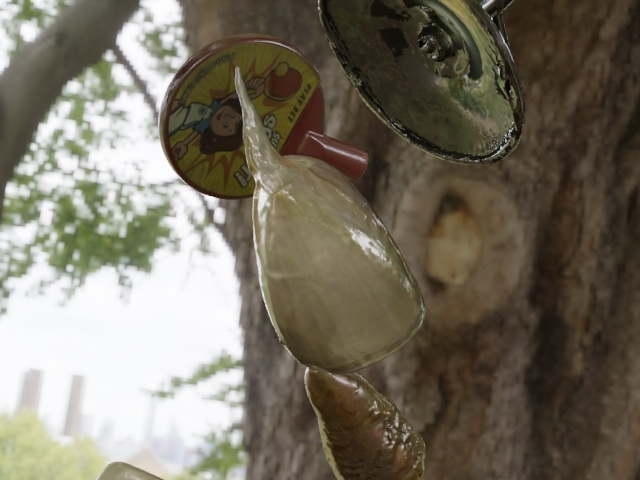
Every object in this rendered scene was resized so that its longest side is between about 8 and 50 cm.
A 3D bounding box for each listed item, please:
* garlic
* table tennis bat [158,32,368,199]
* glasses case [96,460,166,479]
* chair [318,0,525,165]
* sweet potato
[{"bbox_3d":[-0.002,0.002,0.816,0.090,0.128,0.198,-26,-42,11],"label":"garlic"},{"bbox_3d":[-0.060,-0.132,1.581,0.310,0.200,0.038,19,15,-43],"label":"table tennis bat"},{"bbox_3d":[-0.099,0.358,1.384,0.336,0.144,0.076,22,-25,9],"label":"glasses case"},{"bbox_3d":[0.212,-0.270,1.207,0.226,0.401,0.226,38,-25,22],"label":"chair"},{"bbox_3d":[0.053,0.220,1.355,0.114,0.092,0.341,24,-24,22],"label":"sweet potato"}]
